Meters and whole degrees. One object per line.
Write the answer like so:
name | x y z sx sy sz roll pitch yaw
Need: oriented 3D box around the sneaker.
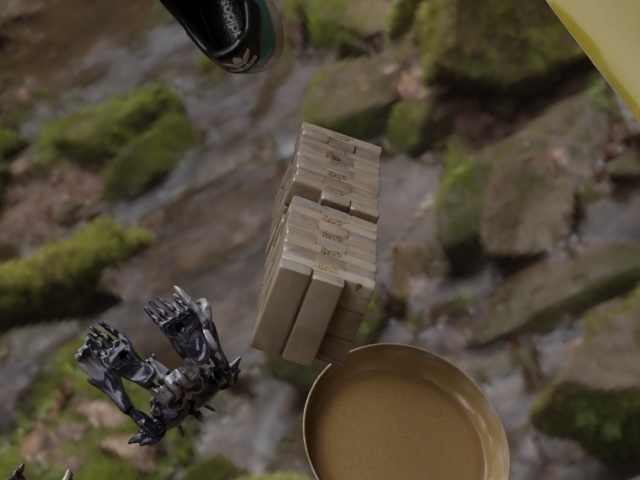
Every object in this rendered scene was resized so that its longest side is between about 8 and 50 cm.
sneaker | -0.135 -0.313 1.776 0.108 0.302 0.121 -30 -2 13

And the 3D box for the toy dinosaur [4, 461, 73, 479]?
toy dinosaur | -0.270 0.337 1.629 0.127 0.200 0.295 -41 8 13

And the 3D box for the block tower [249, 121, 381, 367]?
block tower | 0.000 0.000 1.632 0.091 0.097 0.335 20 26 -6

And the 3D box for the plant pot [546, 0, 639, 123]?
plant pot | 0.398 -0.231 1.819 0.187 0.212 0.212 -39 -12 20

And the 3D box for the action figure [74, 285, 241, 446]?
action figure | -0.175 0.132 1.887 0.164 0.275 0.141 -32 73 -10

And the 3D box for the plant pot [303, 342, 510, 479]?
plant pot | 0.089 0.221 1.823 0.236 0.236 0.032 -53 -3 -36
